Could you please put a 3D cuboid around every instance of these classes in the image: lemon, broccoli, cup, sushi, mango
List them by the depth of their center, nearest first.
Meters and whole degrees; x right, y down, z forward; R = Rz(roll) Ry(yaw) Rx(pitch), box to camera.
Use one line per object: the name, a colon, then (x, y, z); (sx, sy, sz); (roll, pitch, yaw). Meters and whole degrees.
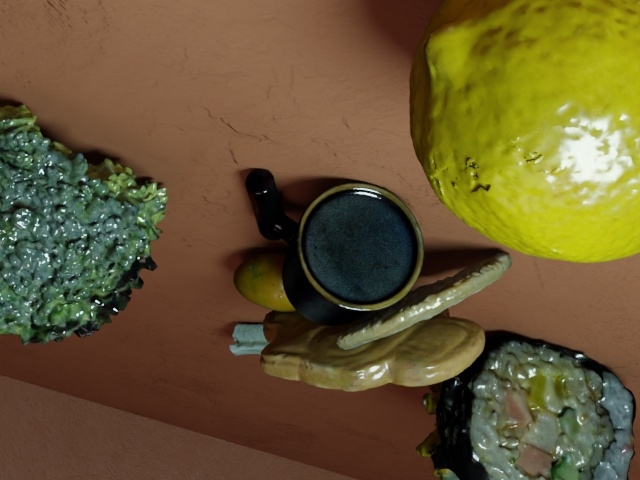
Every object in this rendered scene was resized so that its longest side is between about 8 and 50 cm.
lemon: (0.198, -0.105, 0.796); (0.267, 0.267, 0.267); (12, 157, 5)
cup: (0.016, -0.004, 1.316); (0.166, 0.239, 0.177); (-25, 171, -17)
broccoli: (-0.399, -0.022, 1.329); (0.348, 0.293, 0.281); (34, -170, -17)
mango: (-0.076, 0.064, 1.536); (0.163, 0.089, 0.111); (4, 161, 37)
sushi: (0.323, 0.344, 1.667); (0.328, 0.328, 0.285); (16, 152, -18)

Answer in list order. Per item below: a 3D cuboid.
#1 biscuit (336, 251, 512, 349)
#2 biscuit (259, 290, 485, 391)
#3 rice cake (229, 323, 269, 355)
biscuit: (0.143, 0.085, 1.353); (0.265, 0.040, 0.188); (-26, 178, 3)
biscuit: (0.063, 0.135, 1.474); (0.376, 0.269, 0.051); (5, 113, 36)
rice cake: (-0.012, 0.192, 1.826); (0.336, 0.063, 0.066); (-1, 161, 28)
